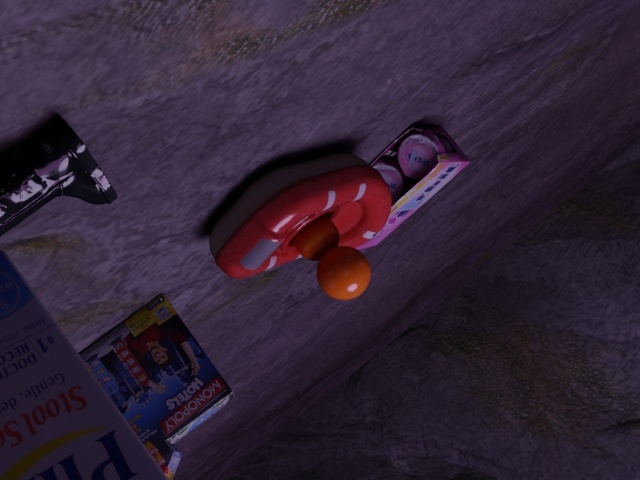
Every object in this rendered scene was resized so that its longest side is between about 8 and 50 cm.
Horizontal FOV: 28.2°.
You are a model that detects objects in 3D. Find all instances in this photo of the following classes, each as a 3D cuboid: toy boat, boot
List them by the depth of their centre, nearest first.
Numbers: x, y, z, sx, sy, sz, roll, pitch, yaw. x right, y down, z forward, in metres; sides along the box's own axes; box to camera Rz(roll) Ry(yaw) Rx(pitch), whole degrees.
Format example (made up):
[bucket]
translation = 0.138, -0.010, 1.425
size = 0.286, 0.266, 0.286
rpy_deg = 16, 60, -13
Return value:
[boot]
translation = -0.214, -0.036, 0.965
size = 0.099, 0.045, 0.121
rpy_deg = -38, 160, -7
[toy boat]
translation = 0.000, 0.000, 1.409
size = 0.231, 0.151, 0.151
rpy_deg = -19, 159, -52

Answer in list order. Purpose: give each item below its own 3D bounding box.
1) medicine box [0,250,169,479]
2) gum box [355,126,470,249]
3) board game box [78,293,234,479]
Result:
[medicine box]
translation = -0.294, 0.197, 0.996
size = 0.263, 0.289, 0.149
rpy_deg = -29, 164, -39
[gum box]
translation = 0.095, -0.068, 1.616
size = 0.188, 0.062, 0.107
rpy_deg = -42, 166, 23
[board game box]
translation = -0.202, 0.198, 1.473
size = 0.194, 0.194, 0.060
rpy_deg = -36, 167, -3
